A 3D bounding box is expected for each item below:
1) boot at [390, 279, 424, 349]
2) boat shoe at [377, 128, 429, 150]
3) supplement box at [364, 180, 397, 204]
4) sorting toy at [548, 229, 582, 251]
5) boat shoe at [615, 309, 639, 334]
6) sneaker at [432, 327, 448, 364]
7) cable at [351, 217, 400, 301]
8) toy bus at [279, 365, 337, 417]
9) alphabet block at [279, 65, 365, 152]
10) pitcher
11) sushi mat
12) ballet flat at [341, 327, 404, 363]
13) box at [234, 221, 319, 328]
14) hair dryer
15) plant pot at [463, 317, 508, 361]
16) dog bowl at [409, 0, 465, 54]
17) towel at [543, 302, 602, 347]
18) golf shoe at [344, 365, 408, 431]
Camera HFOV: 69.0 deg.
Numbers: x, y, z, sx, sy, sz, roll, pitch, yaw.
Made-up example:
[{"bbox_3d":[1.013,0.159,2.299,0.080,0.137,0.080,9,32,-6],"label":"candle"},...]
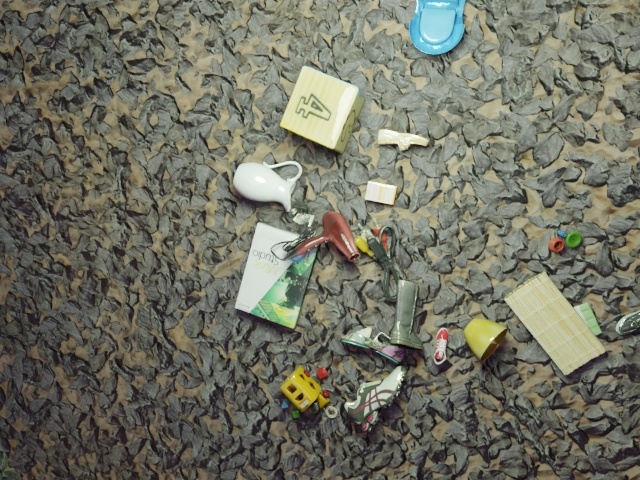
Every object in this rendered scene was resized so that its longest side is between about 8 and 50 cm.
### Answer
[{"bbox_3d":[0.296,0.250,1.542,0.075,0.189,0.209,-7,66,32],"label":"boot"},{"bbox_3d":[0.267,-0.320,1.512,0.169,0.063,0.059,15,101,19],"label":"boat shoe"},{"bbox_3d":[0.201,-0.158,1.550,0.098,0.036,0.062,13,98,10],"label":"supplement box"},{"bbox_3d":[0.756,-0.004,1.454,0.101,0.042,0.061,-20,107,1],"label":"sorting toy"},{"bbox_3d":[0.978,0.243,1.427,0.142,0.040,0.049,-38,87,12],"label":"boat shoe"},{"bbox_3d":[0.401,0.353,1.543,0.042,0.067,0.119,12,98,10],"label":"sneaker"},{"bbox_3d":[0.219,0.059,1.572,0.139,0.072,0.288,-29,102,1],"label":"cable"},{"bbox_3d":[-0.050,0.549,1.636,0.201,0.104,0.191,-1,96,12],"label":"toy bus"},{"bbox_3d":[0.010,-0.410,1.488,0.193,0.192,0.197,25,101,10],"label":"alphabet block"},{"bbox_3d":[-0.178,-0.211,1.591,0.206,0.125,0.178,20,76,1],"label":"pitcher"},{"bbox_3d":[0.737,0.261,1.467,0.151,0.019,0.317,-39,89,11],"label":"sushi mat"},{"bbox_3d":[0.183,0.346,1.591,0.221,0.077,0.079,20,81,4],"label":"ballet flat"},{"bbox_3d":[-0.152,0.122,1.639,0.232,0.058,0.323,17,99,10],"label":"box"},{"bbox_3d":[0.000,0.000,1.543,0.293,0.080,0.224,16,73,24],"label":"hair dryer"},{"bbox_3d":[0.519,0.305,1.494,0.095,0.134,0.134,40,103,34],"label":"plant pot"},{"bbox_3d":[0.370,-0.722,1.442,0.165,0.074,0.298,9,98,11],"label":"dog bowl"},{"bbox_3d":[0.797,0.273,1.480,0.151,0.023,0.113,-25,92,11],"label":"towel"},{"bbox_3d":[0.191,0.521,1.587,0.120,0.105,0.273,38,101,13],"label":"golf shoe"}]
